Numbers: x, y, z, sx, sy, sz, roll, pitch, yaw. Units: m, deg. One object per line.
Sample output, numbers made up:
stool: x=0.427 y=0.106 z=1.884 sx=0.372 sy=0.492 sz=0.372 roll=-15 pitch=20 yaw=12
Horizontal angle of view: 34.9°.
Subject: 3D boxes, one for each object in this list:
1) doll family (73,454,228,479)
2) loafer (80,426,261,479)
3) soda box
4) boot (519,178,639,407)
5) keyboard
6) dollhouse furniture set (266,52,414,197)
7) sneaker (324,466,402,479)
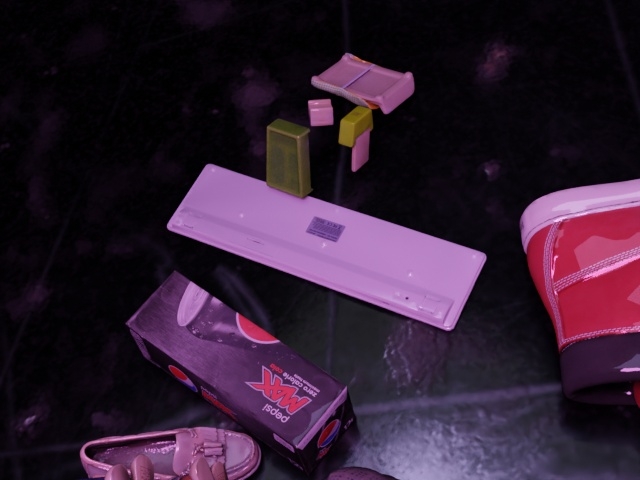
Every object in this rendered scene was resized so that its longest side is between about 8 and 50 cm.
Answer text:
doll family: x=-0.128 y=0.152 z=0.508 sx=0.111 sy=0.193 sz=0.076 roll=-15 pitch=70 yaw=19
loafer: x=-0.106 y=0.152 z=0.710 sx=0.125 sy=0.039 sz=0.045 roll=-7 pitch=55 yaw=6
soda box: x=-0.058 y=0.093 z=0.734 sx=0.169 sy=0.053 sz=0.060 roll=31 pitch=67 yaw=26
boot: x=0.275 y=0.032 z=0.697 sx=0.244 sy=0.088 sz=0.176 roll=-15 pitch=55 yaw=10
keyboard: x=0.000 y=0.000 z=0.812 sx=0.256 sy=0.014 sz=0.072 roll=19 pitch=57 yaw=21
dollhouse furniture set: x=0.015 y=-0.098 z=0.865 sx=0.076 sy=0.058 sz=0.152 roll=21 pitch=41 yaw=26
sneaker: x=0.098 y=0.184 z=0.502 sx=0.483 sy=0.185 sz=0.202 roll=-10 pitch=52 yaw=-25
